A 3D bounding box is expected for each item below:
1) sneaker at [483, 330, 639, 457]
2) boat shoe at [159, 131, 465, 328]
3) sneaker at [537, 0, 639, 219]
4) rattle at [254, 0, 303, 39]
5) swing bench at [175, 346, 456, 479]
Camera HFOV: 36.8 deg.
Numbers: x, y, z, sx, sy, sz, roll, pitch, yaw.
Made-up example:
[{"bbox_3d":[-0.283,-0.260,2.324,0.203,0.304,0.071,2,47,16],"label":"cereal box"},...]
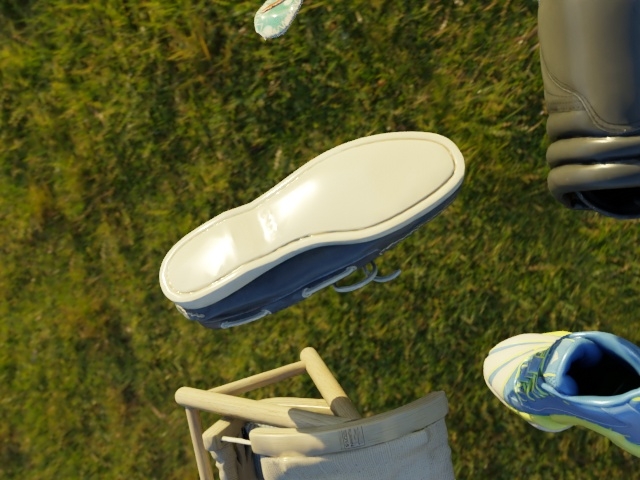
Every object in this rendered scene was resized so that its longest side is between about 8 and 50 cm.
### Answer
[{"bbox_3d":[0.204,0.102,0.778,0.126,0.091,0.240,40,162,-32],"label":"sneaker"},{"bbox_3d":[0.000,0.000,0.760,0.255,0.095,0.079,-29,142,5],"label":"boat shoe"},{"bbox_3d":[0.187,-0.090,0.604,0.105,0.296,0.146,-2,95,20],"label":"sneaker"},{"bbox_3d":[0.015,-0.227,0.616,0.130,0.143,0.199,-52,46,50],"label":"rattle"},{"bbox_3d":[0.005,0.255,0.876,0.255,0.165,0.253,9,112,62],"label":"swing bench"}]
